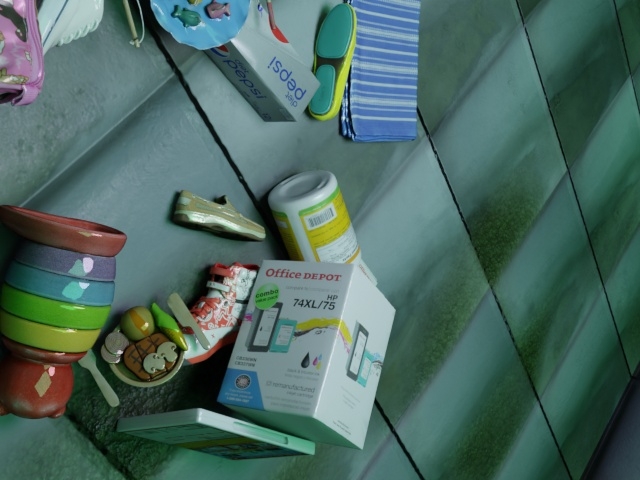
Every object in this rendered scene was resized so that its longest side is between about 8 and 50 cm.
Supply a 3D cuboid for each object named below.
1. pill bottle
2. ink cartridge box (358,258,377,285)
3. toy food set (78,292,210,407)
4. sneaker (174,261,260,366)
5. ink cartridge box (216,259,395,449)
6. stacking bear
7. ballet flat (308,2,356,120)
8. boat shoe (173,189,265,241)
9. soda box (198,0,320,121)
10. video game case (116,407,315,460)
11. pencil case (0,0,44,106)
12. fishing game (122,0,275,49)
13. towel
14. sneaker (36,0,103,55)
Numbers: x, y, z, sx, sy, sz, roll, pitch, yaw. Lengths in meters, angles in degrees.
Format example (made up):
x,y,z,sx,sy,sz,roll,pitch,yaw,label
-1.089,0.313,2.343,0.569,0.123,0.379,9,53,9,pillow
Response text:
x,y,z,sx,sy,sz,roll,pitch,yaw,label
0.000,0.000,1.476,0.136,0.136,0.245,-40,123,-34,pill bottle
0.056,0.105,1.610,0.122,0.052,0.088,-54,130,-23,ink cartridge box
-0.281,0.168,1.213,0.192,0.132,0.038,-32,164,-23,toy food set
-0.198,0.120,1.331,0.270,0.090,0.145,-16,107,-46,sneaker
-0.016,0.197,1.338,0.197,0.198,0.270,47,51,-50,ink cartridge box
-0.390,0.113,1.095,0.175,0.164,0.289,13,91,-46,stacking bear
0.027,-0.347,1.504,0.077,0.077,0.231,11,91,-67,ballet flat
-0.171,-0.046,1.351,0.190,0.068,0.072,18,72,-45,boat shoe
-0.125,-0.335,1.327,0.286,0.091,0.098,47,63,-39,soda box
-0.175,0.339,1.311,0.285,0.204,0.025,31,54,-43,video game case
-0.433,-0.356,0.937,0.160,0.167,0.386,-4,94,-50,pencil case
-0.185,-0.393,1.174,0.264,0.041,0.189,-14,97,-33,fishing game
0.138,-0.379,1.625,0.243,0.040,0.336,-7,101,-45,towel
-0.362,-0.325,1.087,0.091,0.094,0.258,37,70,-38,sneaker
